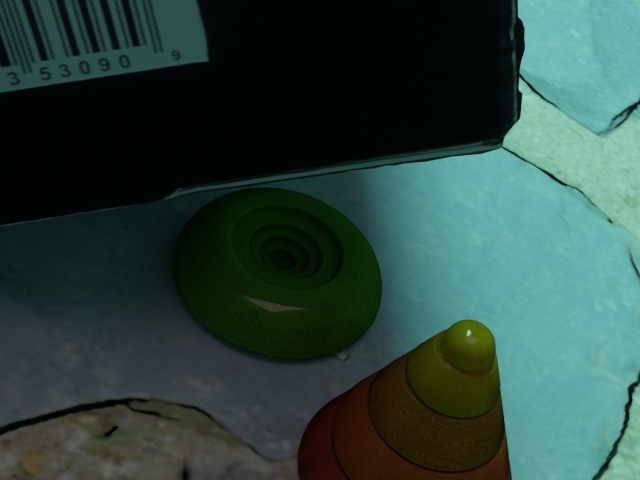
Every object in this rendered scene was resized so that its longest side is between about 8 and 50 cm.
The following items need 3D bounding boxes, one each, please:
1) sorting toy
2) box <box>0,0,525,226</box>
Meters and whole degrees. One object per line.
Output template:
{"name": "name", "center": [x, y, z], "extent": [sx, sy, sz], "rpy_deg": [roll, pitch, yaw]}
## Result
{"name": "sorting toy", "center": [0.000, 0.000, 0.765], "extent": [0.127, 0.126, 0.365], "rpy_deg": [-14, 53, -30]}
{"name": "box", "center": [-0.170, -0.272, 0.762], "extent": [0.479, 0.297, 0.472], "rpy_deg": [-9, 45, 0]}
